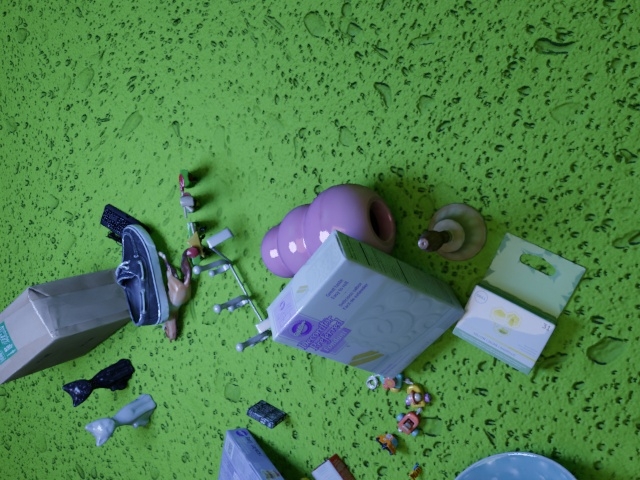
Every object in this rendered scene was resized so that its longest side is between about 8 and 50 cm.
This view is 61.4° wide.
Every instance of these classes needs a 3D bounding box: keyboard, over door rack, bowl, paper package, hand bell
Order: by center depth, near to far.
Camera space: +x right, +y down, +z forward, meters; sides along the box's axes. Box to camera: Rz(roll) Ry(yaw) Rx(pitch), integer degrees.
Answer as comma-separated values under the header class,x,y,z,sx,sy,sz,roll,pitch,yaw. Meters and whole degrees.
class,x,y,z,sx,sy,sz,roll,pitch,yaw
bowl,0.391,0.590,1.035,0.312,0.311,0.163,-25,113,28
hand bell,0.238,-0.005,1.047,0.126,0.242,0.126,3,98,27
over door rack,-0.205,0.132,1.277,0.108,0.324,0.239,-29,81,-16
paper package,-0.755,0.241,1.564,0.325,0.309,0.168,-34,80,28
keyboard,-0.592,-0.029,1.599,0.192,0.038,0.100,27,108,24

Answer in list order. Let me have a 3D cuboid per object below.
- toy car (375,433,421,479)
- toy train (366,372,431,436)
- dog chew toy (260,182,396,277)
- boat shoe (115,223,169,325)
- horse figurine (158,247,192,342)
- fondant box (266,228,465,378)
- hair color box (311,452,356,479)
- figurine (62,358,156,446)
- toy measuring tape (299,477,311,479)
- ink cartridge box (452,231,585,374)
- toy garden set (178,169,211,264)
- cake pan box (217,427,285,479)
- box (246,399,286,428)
class,x,y,z,sx,sy,sz,roll,pitch,yaw
toy car,0.185,0.501,1.265,0.040,0.060,0.122,-42,94,-18
toy train,0.178,0.367,1.235,0.166,0.046,0.125,47,114,15
dog chew toy,0.000,0.000,1.207,0.332,0.207,0.206,-18,87,36
boat shoe,-0.508,0.092,1.478,0.108,0.102,0.301,-30,72,38
horse figurine,-0.423,0.146,1.516,0.174,0.066,0.263,48,118,23
fondant box,0.094,0.144,1.104,0.238,0.330,0.096,-50,33,24
hair color box,0.050,0.611,1.334,0.072,0.043,0.141,-44,75,25
figurine,-0.618,0.475,1.576,0.092,0.209,0.215,-42,77,26
toy measuring tape,-0.089,0.748,1.380,0.121,0.121,0.330,22,106,24
ink cartridge box,0.396,0.126,1.088,0.171,0.056,0.235,29,111,23
toy garden set,-0.319,-0.062,1.380,0.049,0.204,0.244,-8,93,-7
cake pan box,-0.192,0.656,1.386,0.267,0.070,0.245,23,103,56
box,-0.140,0.452,1.402,0.083,0.067,0.018,20,106,24
